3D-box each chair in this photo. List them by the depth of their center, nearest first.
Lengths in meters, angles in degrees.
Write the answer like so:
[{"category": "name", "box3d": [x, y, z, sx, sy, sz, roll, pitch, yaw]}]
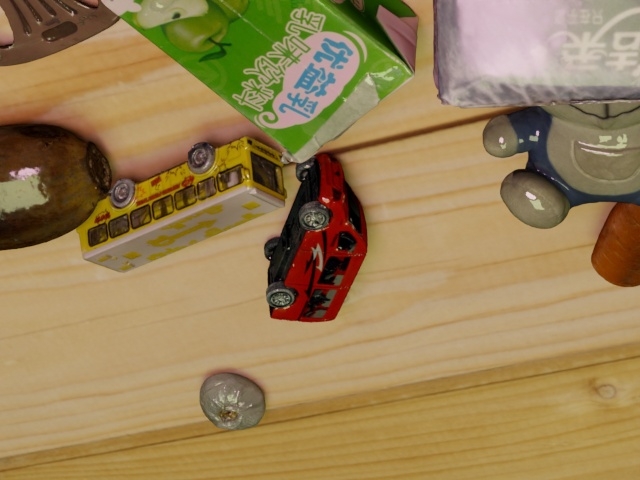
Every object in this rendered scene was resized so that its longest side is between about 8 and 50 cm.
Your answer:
[{"category": "chair", "box3d": [-0.331, -0.245, 1.345, 0.175, 0.183, 0.326, -20, 126, 25]}]

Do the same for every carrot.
[{"category": "carrot", "box3d": [0.335, -0.030, 1.527, 0.087, 0.087, 0.193, 22, 133, -13]}]

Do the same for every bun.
[{"category": "bun", "box3d": [-0.106, 0.194, 1.816, 0.083, 0.045, 0.083, 2, 128, 3]}]

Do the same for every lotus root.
[{"category": "lotus root", "box3d": [-0.338, -0.054, 1.564, 0.241, 0.123, 0.124, -5, 141, 14]}]

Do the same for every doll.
[{"category": "doll", "box3d": [0.260, -0.138, 1.385, 0.228, 0.154, 0.258, 2, 134, 12]}]

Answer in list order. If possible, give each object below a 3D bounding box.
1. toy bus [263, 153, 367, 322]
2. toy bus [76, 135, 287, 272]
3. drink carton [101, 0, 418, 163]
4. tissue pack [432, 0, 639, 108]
[{"category": "toy bus", "box3d": [0.000, 0.000, 1.601, 0.089, 0.081, 0.195, 9, 134, -15]}, {"category": "toy bus", "box3d": [-0.146, -0.038, 1.569, 0.226, 0.074, 0.081, -21, 155, 24]}, {"category": "drink carton", "box3d": [-0.058, -0.210, 1.391, 0.271, 0.108, 0.161, 38, 126, -25]}, {"category": "tissue pack", "box3d": [0.210, -0.285, 1.195, 0.259, 0.122, 0.361, -1, 110, 9]}]
